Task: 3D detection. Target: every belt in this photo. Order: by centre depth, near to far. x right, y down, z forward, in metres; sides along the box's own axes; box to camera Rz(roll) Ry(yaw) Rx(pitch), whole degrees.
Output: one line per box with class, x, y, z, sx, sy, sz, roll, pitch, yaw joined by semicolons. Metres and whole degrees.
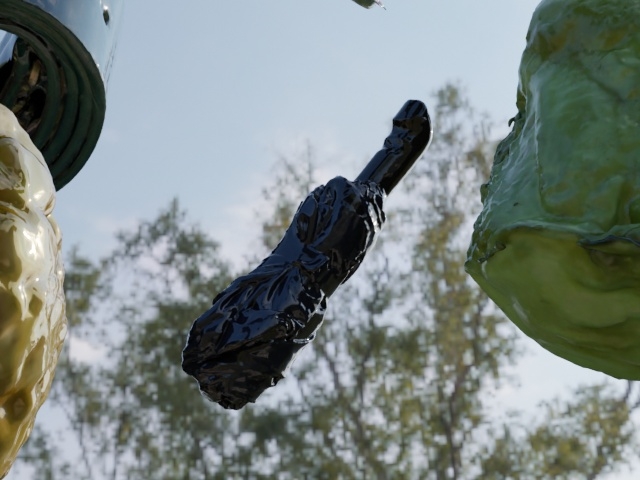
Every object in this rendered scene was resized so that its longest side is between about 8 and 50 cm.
belt;-0.391;-0.197;1.301;0.300;0.173;0.436;18;-37;-21

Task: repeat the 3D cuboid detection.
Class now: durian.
durian;0.223;-0.032;0.690;0.255;0.340;0.204;10;-25;15

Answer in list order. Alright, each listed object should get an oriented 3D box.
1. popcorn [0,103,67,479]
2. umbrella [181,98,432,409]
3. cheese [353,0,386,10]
popcorn;-0.357;0.047;0.838;0.344;0.390;0.354;29;1;13
umbrella;0.005;0.005;0.755;0.071;0.248;0.071;36;-20;16
cheese;0.011;-0.203;0.833;0.026;0.067;0.120;-45;-41;14
